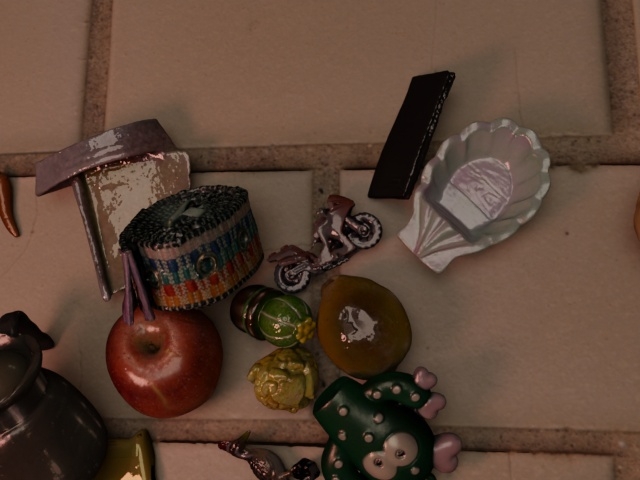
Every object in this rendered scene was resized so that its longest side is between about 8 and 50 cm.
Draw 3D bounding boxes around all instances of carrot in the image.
[{"bbox_3d":[-0.601,-0.071,1.726,0.035,0.035,0.142,-16,81,5],"label":"carrot"}]

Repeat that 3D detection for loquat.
[{"bbox_3d":[0.068,0.140,1.511,0.152,0.152,0.195,-32,79,0],"label":"loquat"}]

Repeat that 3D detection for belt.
[{"bbox_3d":[-0.210,0.024,1.507,0.207,0.295,0.160,-7,112,11],"label":"belt"}]

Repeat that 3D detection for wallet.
[{"bbox_3d":[0.156,-0.187,1.600,0.025,0.124,0.244,25,80,-28],"label":"wallet"}]

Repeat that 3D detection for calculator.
[{"bbox_3d":[-0.356,0.447,1.557,0.157,0.033,0.236,-6,77,6],"label":"calculator"}]

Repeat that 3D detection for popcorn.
[{"bbox_3d":[-0.057,0.236,1.532,0.116,0.120,0.106,-15,113,30],"label":"popcorn"}]

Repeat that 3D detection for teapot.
[{"bbox_3d":[-0.480,0.253,1.487,0.223,0.285,0.305,3,42,26],"label":"teapot"}]

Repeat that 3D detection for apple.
[{"bbox_3d":[-0.262,0.203,1.543,0.201,0.162,0.201,-4,64,9],"label":"apple"}]

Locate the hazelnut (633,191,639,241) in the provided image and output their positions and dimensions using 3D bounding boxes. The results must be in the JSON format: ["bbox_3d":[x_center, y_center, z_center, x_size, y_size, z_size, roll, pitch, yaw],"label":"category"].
[{"bbox_3d":[0.634,-0.044,1.442,0.261,0.241,0.261,-2,47,2],"label":"hazelnut"}]

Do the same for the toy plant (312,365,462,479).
[{"bbox_3d":[0.103,0.322,1.460,0.233,0.112,0.243,-19,103,10],"label":"toy plant"}]

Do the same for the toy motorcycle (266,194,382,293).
[{"bbox_3d":[0.000,0.000,1.589,0.212,0.084,0.118,-32,82,5],"label":"toy motorcycle"}]

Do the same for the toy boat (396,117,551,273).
[{"bbox_3d":[0.264,-0.073,1.555,0.290,0.100,0.199,-44,73,-4],"label":"toy boat"}]

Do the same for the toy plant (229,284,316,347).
[{"bbox_3d":[-0.076,0.131,1.537,0.162,0.093,0.092,16,78,41],"label":"toy plant"}]

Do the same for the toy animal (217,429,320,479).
[{"bbox_3d":[-0.084,0.384,1.514,0.202,0.070,0.105,26,100,10],"label":"toy animal"}]

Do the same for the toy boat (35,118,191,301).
[{"bbox_3d":[-0.357,-0.085,1.663,0.276,0.111,0.293,-36,86,-1],"label":"toy boat"}]
